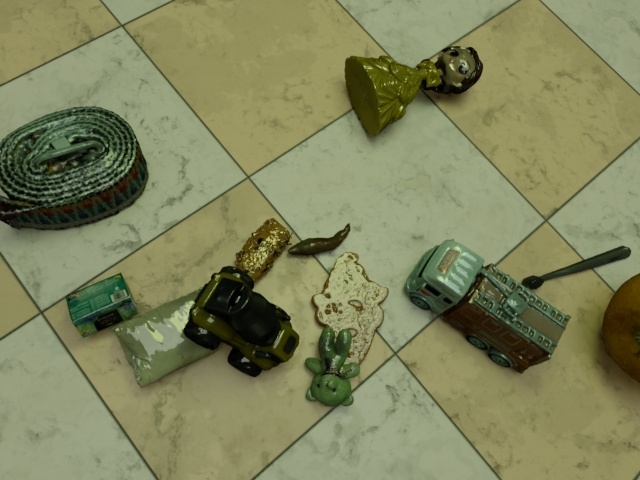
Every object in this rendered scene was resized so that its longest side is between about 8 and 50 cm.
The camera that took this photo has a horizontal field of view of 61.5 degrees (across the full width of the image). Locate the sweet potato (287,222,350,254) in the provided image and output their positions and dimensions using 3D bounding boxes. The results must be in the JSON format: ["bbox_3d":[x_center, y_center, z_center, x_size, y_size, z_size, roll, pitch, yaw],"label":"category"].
[{"bbox_3d":[0.003,0.006,1.157,0.153,0.038,0.041,-20,97,-17],"label":"sweet potato"}]

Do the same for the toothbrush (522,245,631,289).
[{"bbox_3d":[0.591,0.061,1.230,0.297,0.030,0.030,-16,99,-15],"label":"toothbrush"}]

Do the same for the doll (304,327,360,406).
[{"bbox_3d":[0.019,0.245,1.042,0.115,0.077,0.150,2,79,17],"label":"doll"}]

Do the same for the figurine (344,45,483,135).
[{"bbox_3d":[0.236,-0.381,1.261,0.315,0.168,0.187,-20,47,-13],"label":"figurine"}]

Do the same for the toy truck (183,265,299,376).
[{"bbox_3d":[-0.124,0.155,0.984,0.224,0.165,0.147,46,60,-31],"label":"toy truck"}]

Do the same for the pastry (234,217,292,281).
[{"bbox_3d":[-0.122,0.021,1.123,0.080,0.056,0.140,39,67,11],"label":"pastry"}]

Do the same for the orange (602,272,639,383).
[{"bbox_3d":[0.713,0.178,1.074,0.274,0.274,0.274,3,70,-8],"label":"orange"}]

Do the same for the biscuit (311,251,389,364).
[{"bbox_3d":[0.061,0.146,1.114,0.162,0.035,0.250,2,69,-1],"label":"biscuit"}]

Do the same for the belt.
[{"bbox_3d":[-0.502,-0.146,1.070,0.295,0.160,0.207,-17,73,-15],"label":"belt"}]

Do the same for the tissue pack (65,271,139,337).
[{"bbox_3d":[-0.413,0.130,1.032,0.111,0.079,0.085,-25,44,-16],"label":"tissue pack"}]

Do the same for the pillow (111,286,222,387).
[{"bbox_3d":[-0.285,0.181,1.029,0.181,0.078,0.134,-25,80,-22],"label":"pillow"}]

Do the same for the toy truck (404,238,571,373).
[{"bbox_3d":[0.334,0.126,1.094,0.305,0.162,0.136,35,69,5],"label":"toy truck"}]
